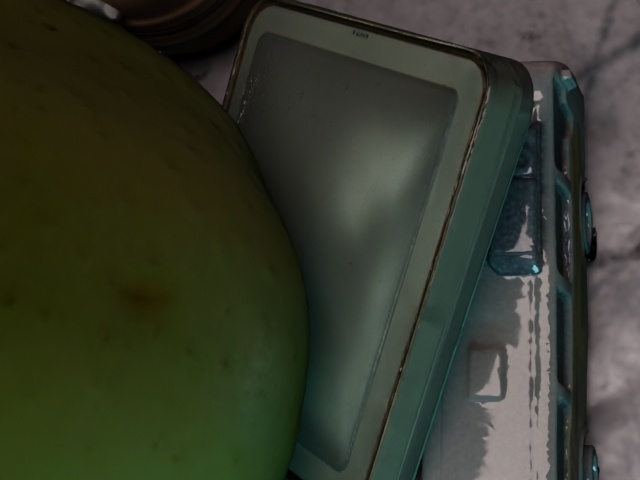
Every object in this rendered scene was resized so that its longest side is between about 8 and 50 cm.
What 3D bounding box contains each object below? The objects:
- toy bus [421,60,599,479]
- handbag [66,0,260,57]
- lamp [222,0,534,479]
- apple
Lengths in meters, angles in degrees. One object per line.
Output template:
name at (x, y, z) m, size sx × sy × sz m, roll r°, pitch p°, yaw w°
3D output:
toy bus at (0.107, 0.060, 0.917) m, size 0.097 × 0.138 × 0.342 m, roll -3°, pitch 76°, yaw 18°
handbag at (-0.176, -0.224, 1.083) m, size 0.302 × 0.149 × 0.283 m, roll 13°, pitch 82°, yaw 19°
lamp at (0.000, 0.000, 0.922) m, size 0.269 × 0.047 × 0.266 m, roll 28°, pitch 102°, yaw 56°
apple at (-0.247, 0.058, 0.854) m, size 0.474 × 0.473 × 0.473 m, roll -5°, pitch 75°, yaw 17°
